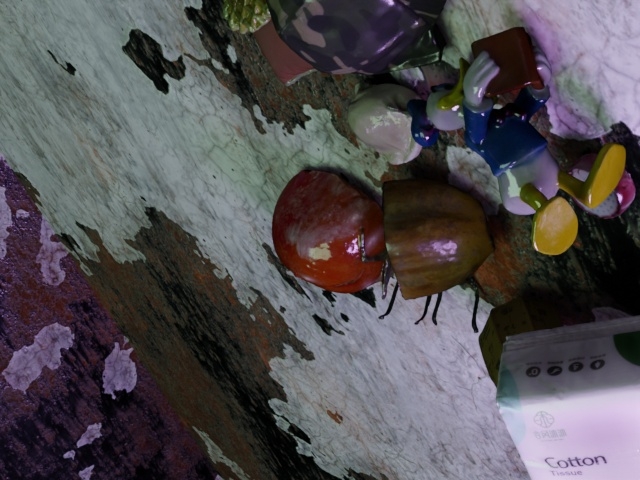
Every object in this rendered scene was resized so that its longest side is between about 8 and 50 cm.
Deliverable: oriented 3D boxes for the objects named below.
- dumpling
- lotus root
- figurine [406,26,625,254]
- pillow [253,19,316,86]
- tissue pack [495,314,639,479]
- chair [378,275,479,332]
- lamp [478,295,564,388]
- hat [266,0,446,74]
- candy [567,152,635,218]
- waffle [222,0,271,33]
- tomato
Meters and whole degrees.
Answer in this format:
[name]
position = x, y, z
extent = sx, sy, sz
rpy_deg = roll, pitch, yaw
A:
[dumpling]
position = 0.112, -0.192, 1.812
extent = 0.199, 0.118, 0.136
rpy_deg = 48, 162, 51
[lotus root]
position = 0.203, -0.016, 1.892
extent = 0.180, 0.199, 0.188
rpy_deg = -12, 138, 13
[figurine]
position = 0.234, -0.165, 1.570
extent = 0.338, 0.205, 0.283
rpy_deg = 24, 136, 46
[pillow]
position = -0.041, -0.350, 1.842
extent = 0.179, 0.075, 0.171
rpy_deg = -4, 120, 54
[tissue pack]
position = 0.476, 0.256, 1.680
extent = 0.357, 0.193, 0.266
rpy_deg = -12, 124, 24
[chair]
position = 0.205, 0.059, 2.061
extent = 0.174, 0.149, 0.213
rpy_deg = 5, 91, 56
[lamp]
position = 0.357, 0.194, 1.901
extent = 0.185, 0.161, 0.161
rpy_deg = -96, -18, -57
[hat]
position = 0.023, -0.372, 1.538
extent = 0.366, 0.257, 0.382
rpy_deg = 45, -170, 1
[candy]
position = 0.407, -0.079, 1.616
extent = 0.103, 0.043, 0.103
rpy_deg = 34, 152, 21
[waffle]
position = -0.124, -0.431, 1.809
extent = 0.169, 0.036, 0.183
rpy_deg = -7, 92, 56
[tomato]
position = -0.001, 0.005, 2.181
extent = 0.309, 0.170, 0.309
rpy_deg = 33, 150, 22
